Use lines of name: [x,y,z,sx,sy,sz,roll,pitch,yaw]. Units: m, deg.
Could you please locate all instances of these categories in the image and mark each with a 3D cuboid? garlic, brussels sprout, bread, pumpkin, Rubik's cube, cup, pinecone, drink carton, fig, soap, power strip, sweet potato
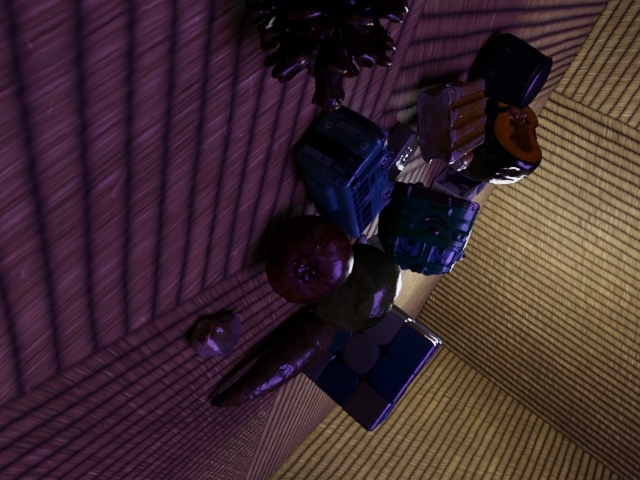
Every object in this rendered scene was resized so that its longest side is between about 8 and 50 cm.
garlic: [-0.191,0.185,0.914,0.084,0.066,0.152,-61,156,14]
brussels sprout: [0.077,0.131,1.211,0.219,0.210,0.271,-49,175,-34]
bread: [0.417,-0.271,1.446,0.125,0.106,0.082,-23,144,-58]
pumpkin: [0.558,-0.312,1.535,0.232,0.242,0.324,-45,-158,49]
Rubik's cube: [0.169,0.376,1.602,0.346,0.347,0.344,-55,158,3]
cup: [0.520,-0.442,1.299,0.169,0.177,0.223,-48,158,-23]
pinecone: [0.008,-0.255,0.506,0.186,0.169,0.212,-19,129,-35]
drink carton: [0.507,-0.206,1.701,0.222,0.134,0.101,-41,159,-29]
fig: [-0.020,0.025,0.938,0.175,0.175,0.207,-60,-178,17]
soap: [0.329,-0.299,1.146,0.274,0.089,0.173,-31,119,-50]
power strip: [0.129,-0.138,1.113,0.288,0.053,0.093,-55,160,2]
sweet potato: [-0.095,0.310,1.242,0.423,0.130,0.130,-35,152,-39]

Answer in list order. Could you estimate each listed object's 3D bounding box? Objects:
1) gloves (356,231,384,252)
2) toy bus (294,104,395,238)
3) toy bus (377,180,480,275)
gloves: [0.124,0.067,1.377,0.119,0.097,0.229,31,108,-25]
toy bus: [0.049,-0.116,0.870,0.147,0.128,0.256,-51,160,-10]
toy bus: [0.237,-0.038,1.139,0.343,0.184,0.199,-71,176,-80]
